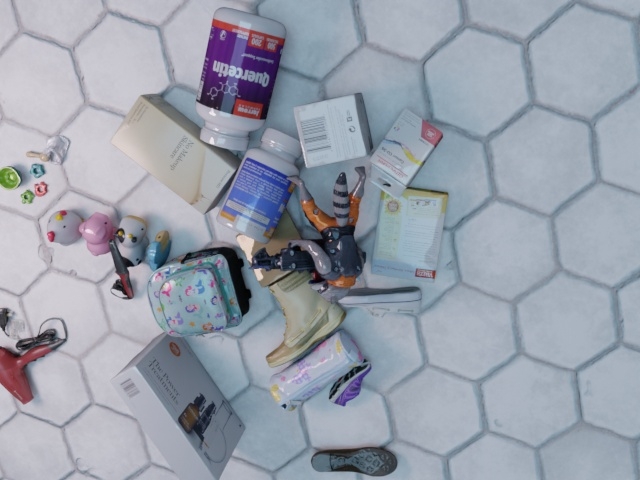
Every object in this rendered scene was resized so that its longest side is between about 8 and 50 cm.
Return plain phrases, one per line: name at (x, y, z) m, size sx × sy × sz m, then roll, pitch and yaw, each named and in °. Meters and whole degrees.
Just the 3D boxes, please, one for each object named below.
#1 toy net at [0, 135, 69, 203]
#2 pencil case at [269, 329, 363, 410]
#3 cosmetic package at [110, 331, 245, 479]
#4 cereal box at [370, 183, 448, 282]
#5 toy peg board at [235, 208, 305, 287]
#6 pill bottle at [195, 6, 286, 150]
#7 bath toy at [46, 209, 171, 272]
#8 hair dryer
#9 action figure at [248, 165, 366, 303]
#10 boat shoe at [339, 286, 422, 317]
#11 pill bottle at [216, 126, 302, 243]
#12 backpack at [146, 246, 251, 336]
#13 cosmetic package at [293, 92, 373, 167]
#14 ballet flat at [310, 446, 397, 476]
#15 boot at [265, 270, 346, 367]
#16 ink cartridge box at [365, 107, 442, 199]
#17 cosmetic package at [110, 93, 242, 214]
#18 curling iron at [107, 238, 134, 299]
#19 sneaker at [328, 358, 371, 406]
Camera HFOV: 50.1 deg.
toy net at (-0.783, -0.199, 1.900) m, size 0.232 × 0.045 × 0.122 m, roll -34°, pitch 96°, yaw 15°
pencil case at (-0.013, 0.358, 1.879) m, size 0.273 × 0.124 × 0.113 m, roll -37°, pitch 96°, yaw 15°
cosmetic package at (-0.377, 0.455, 1.877) m, size 0.097 × 0.284 × 0.377 m, roll -31°, pitch 98°, yaw 13°
cereal box at (0.230, -0.018, 1.785) m, size 0.172 × 0.047 × 0.240 m, roll 9°, pitch 106°, yaw 7°
toy peg board at (-0.116, 0.018, 1.845) m, size 0.161 × 0.079 × 0.161 m, roll -31°, pitch 82°, yaw 14°
pill bottle at (-0.204, -0.395, 1.689) m, size 0.181 × 0.181 × 0.323 m, roll 16°, pitch 106°, yaw 5°
bath toy at (-0.594, -0.010, 1.876) m, size 0.348 × 0.129 × 0.152 m, roll 13°, pitch 106°, yaw 6°
hair dryer at (-0.885, 0.355, 2.038) m, size 0.223 × 0.080 × 0.294 m, roll 13°, pitch 106°, yaw 5°
action figure at (0.000, 0.000, 1.685) m, size 0.341 × 0.178 × 0.331 m, roll -12°, pitch 100°, yaw -31°
boat shoe at (0.158, 0.171, 1.824) m, size 0.226 × 0.083 × 0.076 m, roll -2°, pitch 103°, yaw 9°
pill bottle at (-0.145, -0.142, 1.743) m, size 0.152 × 0.152 × 0.272 m, roll 26°, pitch 90°, yaw 2°
backpack at (-0.341, 0.148, 1.852) m, size 0.253 × 0.191 × 0.225 m, roll -10°, pitch 103°, yaw 16°
cosmetic package at (0.036, -0.273, 1.680) m, size 0.151 × 0.184 × 0.151 m, roll -10°, pitch 102°, yaw 12°
ballet flat at (0.096, 0.636, 1.972) m, size 0.249 × 0.058 × 0.084 m, roll -2°, pitch 82°, yaw 4°
boot at (-0.088, 0.206, 1.866) m, size 0.262 × 0.095 × 0.203 m, roll -37°, pitch 96°, yaw 14°
ink cartridge box at (0.202, -0.212, 1.706) m, size 0.115 × 0.067 × 0.198 m, roll 35°, pitch 97°, yaw 9°
cosmetic package at (-0.370, -0.228, 1.794) m, size 0.309 × 0.113 × 0.160 m, roll 37°, pitch 106°, yaw -1°
curling iron at (-0.550, 0.085, 1.859) m, size 0.068 × 0.035 × 0.274 m, roll 14°, pitch 145°, yaw 2°
sneaker at (0.092, 0.397, 1.913) m, size 0.071 × 0.068 × 0.170 m, roll 31°, pitch 116°, yaw -15°
